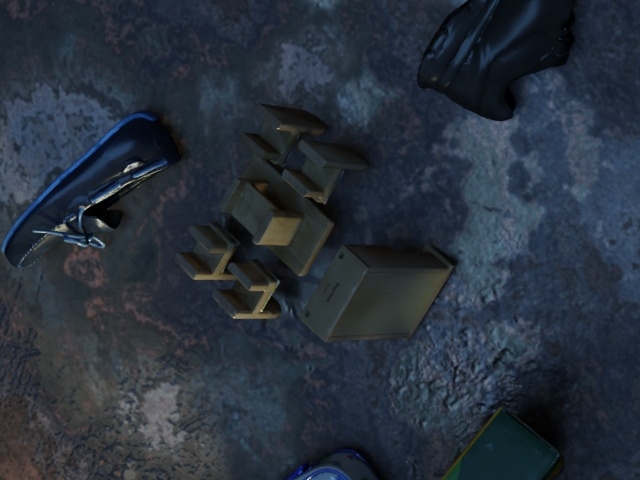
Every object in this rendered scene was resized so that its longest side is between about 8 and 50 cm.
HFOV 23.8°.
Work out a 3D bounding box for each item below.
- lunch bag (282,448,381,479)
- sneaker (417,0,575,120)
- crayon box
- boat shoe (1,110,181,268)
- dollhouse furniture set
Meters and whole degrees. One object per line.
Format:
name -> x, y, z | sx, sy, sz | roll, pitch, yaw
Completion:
lunch bag -> -0.004, 0.355, 1.768 | 0.219, 0.090, 0.176 | -38, 88, 23
sneaker -> 0.220, -0.249, 1.563 | 0.130, 0.109, 0.286 | 34, 118, 0
crayon box -> 0.125, 0.332, 1.591 | 0.083, 0.203, 0.323 | 39, 87, 16
boat shoe -> -0.271, -0.041, 1.776 | 0.258, 0.109, 0.089 | -41, 89, 25
dollhouse furniture set -> 0.000, 0.000, 1.691 | 0.242, 0.161, 0.212 | 43, 114, 31
